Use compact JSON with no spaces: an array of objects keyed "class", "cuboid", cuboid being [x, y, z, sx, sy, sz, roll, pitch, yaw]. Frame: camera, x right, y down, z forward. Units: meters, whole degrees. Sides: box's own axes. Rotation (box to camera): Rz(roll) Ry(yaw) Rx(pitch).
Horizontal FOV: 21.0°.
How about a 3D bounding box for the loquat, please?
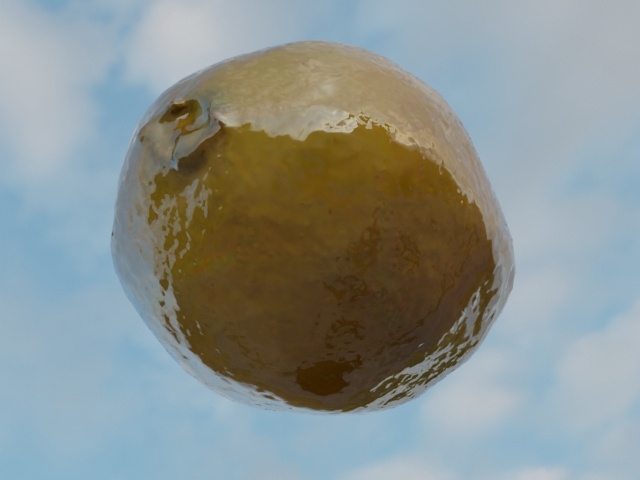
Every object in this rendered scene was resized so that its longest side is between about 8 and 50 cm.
[{"class":"loquat","cuboid":[0.000,0.000,0.857,0.187,0.176,0.234,2,-26,31]}]
